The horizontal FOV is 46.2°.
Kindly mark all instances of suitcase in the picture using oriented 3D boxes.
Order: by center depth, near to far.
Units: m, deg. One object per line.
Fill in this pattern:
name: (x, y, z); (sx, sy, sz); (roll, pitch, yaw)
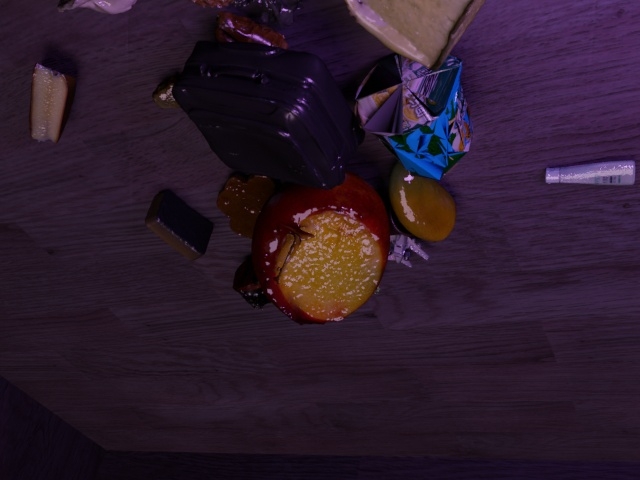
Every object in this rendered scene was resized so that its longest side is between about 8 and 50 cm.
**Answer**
suitcase: (-0.108, -0.268, 1.572); (0.345, 0.188, 0.339); (16, 159, 30)

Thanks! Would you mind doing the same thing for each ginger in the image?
ginger: (-0.157, -0.423, 1.585); (0.162, 0.073, 0.103); (25, 139, -22)

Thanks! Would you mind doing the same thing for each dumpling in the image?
dumpling: (-0.424, -0.509, 1.459); (0.258, 0.193, 0.147); (-14, 131, 37)

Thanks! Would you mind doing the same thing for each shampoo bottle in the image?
shampoo bottle: (0.611, -0.152, 1.702); (0.190, 0.041, 0.069); (0, 147, 19)

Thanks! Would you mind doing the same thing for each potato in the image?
potato: (0.179, -0.503, 1.286); (0.280, 0.213, 0.330); (32, 156, 3)

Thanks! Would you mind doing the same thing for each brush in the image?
brush: (-0.396, -0.044, 2.121); (0.059, 0.123, 0.197); (-23, 130, 34)

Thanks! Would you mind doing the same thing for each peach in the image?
peach: (-0.005, 0.000, 1.878); (0.335, 0.310, 0.406); (1, 130, -12)

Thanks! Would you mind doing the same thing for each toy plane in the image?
toy plane: (0.218, 0.010, 2.035); (0.162, 0.066, 0.171); (18, 150, 15)

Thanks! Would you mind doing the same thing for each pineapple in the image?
pineapple: (-0.145, -0.492, 1.469); (0.237, 0.111, 0.119); (13, 174, -7)

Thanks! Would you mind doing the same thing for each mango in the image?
mango: (0.242, -0.092, 1.841); (0.237, 0.137, 0.091); (40, 180, -24)

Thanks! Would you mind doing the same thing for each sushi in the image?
sushi: (-0.143, 0.113, 2.234); (0.225, 0.136, 0.126); (-20, 135, 28)

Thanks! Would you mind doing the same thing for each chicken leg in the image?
chicken leg: (-0.302, -0.340, 1.748); (0.178, 0.070, 0.093); (7, 161, -3)

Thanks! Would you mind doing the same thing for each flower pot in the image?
flower pot: (0.196, -0.057, 1.929); (0.111, 0.111, 0.089); (32, 154, -22)

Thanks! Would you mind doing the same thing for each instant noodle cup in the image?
instant noodle cup: (0.209, -0.259, 1.562); (0.240, 0.240, 0.178); (-9, 146, 28)

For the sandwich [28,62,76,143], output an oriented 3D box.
sandwich: (-0.658, -0.349, 1.835); (0.094, 0.096, 0.258); (18, 143, -15)

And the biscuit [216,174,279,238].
biscuit: (-0.176, -0.100, 2.039); (0.208, 0.041, 0.290); (18, 143, -6)

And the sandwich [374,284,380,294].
sandwich: (0.088, 0.056, 2.125); (0.235, 0.079, 0.159); (20, 142, -10)
